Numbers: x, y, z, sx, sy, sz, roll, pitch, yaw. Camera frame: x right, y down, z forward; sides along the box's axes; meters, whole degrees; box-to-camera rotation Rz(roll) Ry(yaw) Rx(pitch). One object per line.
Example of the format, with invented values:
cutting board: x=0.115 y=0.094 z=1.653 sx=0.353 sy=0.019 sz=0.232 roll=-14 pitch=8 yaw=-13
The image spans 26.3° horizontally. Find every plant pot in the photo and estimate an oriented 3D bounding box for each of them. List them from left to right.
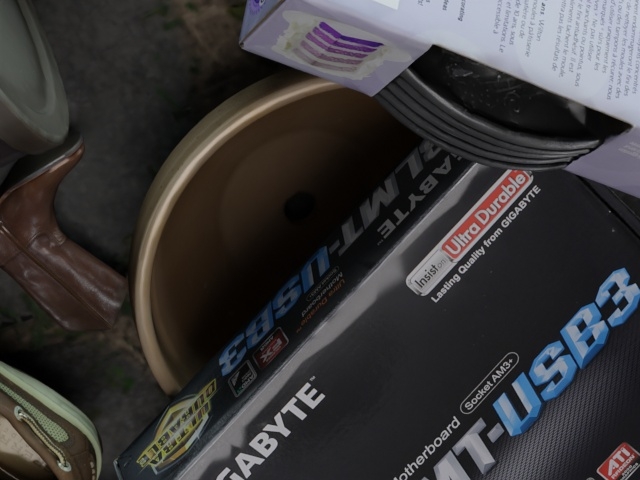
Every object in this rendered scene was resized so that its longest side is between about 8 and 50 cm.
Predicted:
plant pot: x=0.000 y=0.000 z=0.793 sx=0.237 sy=0.109 sz=0.237 roll=-8 pitch=116 yaw=-16

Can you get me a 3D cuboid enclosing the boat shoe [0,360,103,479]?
boat shoe: x=-0.242 y=0.085 z=0.782 sx=0.258 sy=0.095 sz=0.095 roll=27 pitch=101 yaw=-10

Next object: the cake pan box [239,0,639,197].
cake pan box: x=0.102 y=-0.167 z=0.656 sx=0.246 sy=0.266 sz=0.070 roll=16 pitch=158 yaw=-20

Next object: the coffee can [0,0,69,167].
coffee can: x=-0.288 y=-0.076 z=0.644 sx=0.275 sy=0.201 sz=0.201 roll=-26 pitch=121 yaw=4

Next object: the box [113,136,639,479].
box: x=0.090 y=0.111 z=0.770 sx=0.295 sy=0.073 sz=0.293 roll=-47 pitch=120 yaw=4

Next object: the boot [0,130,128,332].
boot: x=-0.145 y=0.000 z=0.813 sx=0.106 sy=0.037 sz=0.114 roll=-33 pitch=118 yaw=23
